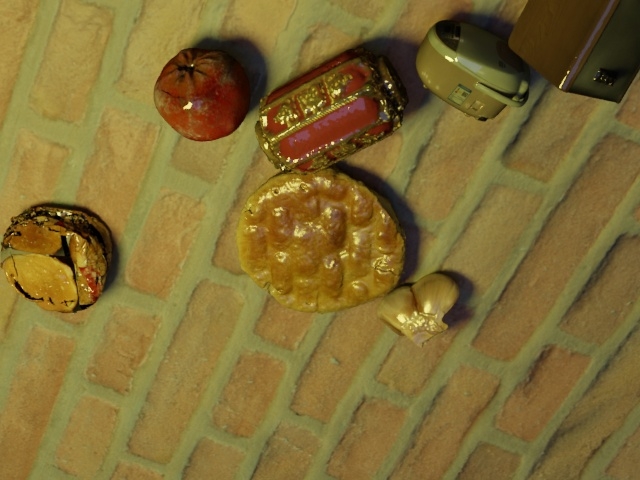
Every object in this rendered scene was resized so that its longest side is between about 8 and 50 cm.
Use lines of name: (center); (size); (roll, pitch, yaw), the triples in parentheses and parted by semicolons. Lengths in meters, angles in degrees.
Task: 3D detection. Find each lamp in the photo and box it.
lamp: (0.017, -0.228, 1.771); (0.274, 0.177, 0.177); (-25, 113, 19)

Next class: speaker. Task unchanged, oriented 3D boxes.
speaker: (0.449, -0.370, 1.621); (0.153, 0.192, 0.230); (5, 123, -35)

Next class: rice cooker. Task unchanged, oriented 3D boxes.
rice cooker: (0.262, -0.293, 1.723); (0.206, 0.145, 0.127); (30, 129, -14)

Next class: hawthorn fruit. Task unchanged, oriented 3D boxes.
hawthorn fruit: (-0.208, -0.255, 1.777); (0.173, 0.173, 0.172); (2, 118, 4)

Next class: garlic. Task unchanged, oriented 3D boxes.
garlic: (0.202, 0.134, 1.991); (0.174, 0.099, 0.124); (-36, 90, 17)

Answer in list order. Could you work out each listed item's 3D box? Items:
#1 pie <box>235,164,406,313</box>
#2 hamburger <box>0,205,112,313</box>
pie: (0.000, 0.000, 1.941); (0.340, 0.083, 0.339); (3, 120, 6)
hamburger: (-0.527, 0.037, 1.995); (0.231, 0.106, 0.230); (4, 122, 6)
